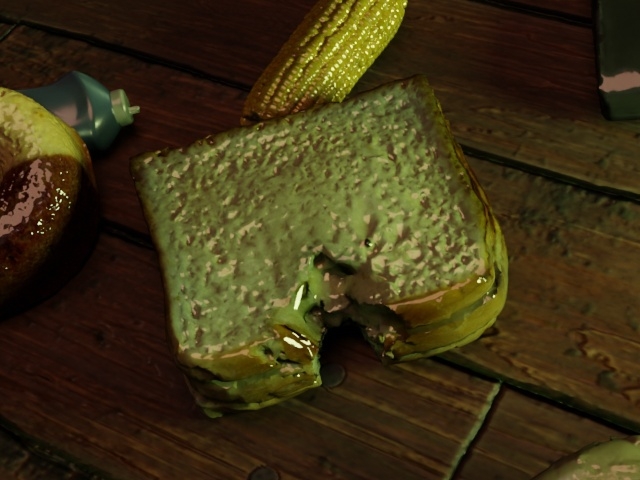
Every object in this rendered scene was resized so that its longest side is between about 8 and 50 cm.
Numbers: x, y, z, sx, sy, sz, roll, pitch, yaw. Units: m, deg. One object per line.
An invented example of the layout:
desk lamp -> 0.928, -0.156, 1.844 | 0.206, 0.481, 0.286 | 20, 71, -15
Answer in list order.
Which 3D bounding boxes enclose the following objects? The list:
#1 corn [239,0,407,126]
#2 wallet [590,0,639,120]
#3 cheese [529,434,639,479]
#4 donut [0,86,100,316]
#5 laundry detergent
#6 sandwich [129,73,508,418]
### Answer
corn -> 0.007, -0.174, 1.054 | 0.080, 0.080, 0.238 | 20, 57, 26
wallet -> 0.445, -0.201, 0.986 | 0.406, 0.062, 0.228 | -2, 51, 12
cheese -> 0.190, 0.231, 0.673 | 0.175, 0.091, 0.202 | -29, 53, -12
donut -> -0.270, -0.052, 0.974 | 0.141, 0.085, 0.217 | -16, 70, -6
laundry detergent -> -0.273, -0.107, 1.072 | 0.206, 0.061, 0.096 | -14, 51, 1
sandwich -> 0.000, 0.001, 0.901 | 0.273, 0.095, 0.249 | -17, 49, 0
